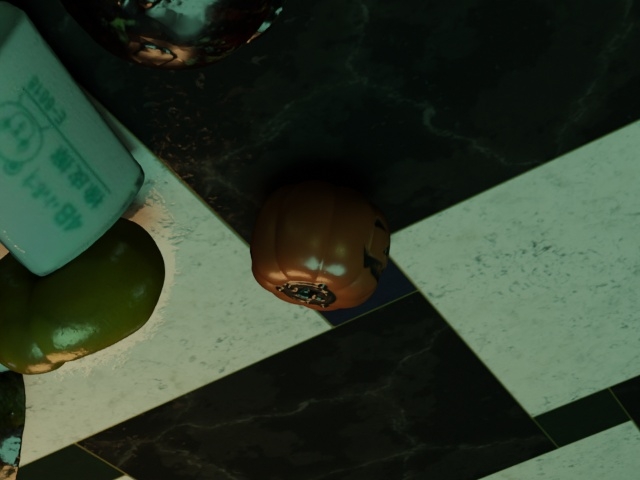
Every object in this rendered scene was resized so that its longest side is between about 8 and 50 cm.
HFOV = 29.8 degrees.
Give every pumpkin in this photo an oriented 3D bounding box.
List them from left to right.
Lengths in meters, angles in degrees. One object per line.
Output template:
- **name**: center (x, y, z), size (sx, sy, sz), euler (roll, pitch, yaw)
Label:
- **pumpkin**: center (-0.559, 0.337, 1.870), size (0.169, 0.148, 0.312), euler (3, 135, -23)

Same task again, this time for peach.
- **peach**: center (-0.318, 0.070, 1.526), size (0.251, 0.251, 0.153), euler (-23, 120, 14)

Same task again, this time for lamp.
- **lamp**: center (0.000, 0.000, 1.584), size (0.188, 0.164, 0.187), euler (8, 157, 4)

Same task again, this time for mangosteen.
- **mangosteen**: center (-0.131, -0.283, 1.192), size (0.231, 0.231, 0.289), euler (-33, 175, 24)

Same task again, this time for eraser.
- **eraser**: center (-0.339, -0.108, 1.372), size (0.189, 0.104, 0.290), euler (-45, 141, -11)
